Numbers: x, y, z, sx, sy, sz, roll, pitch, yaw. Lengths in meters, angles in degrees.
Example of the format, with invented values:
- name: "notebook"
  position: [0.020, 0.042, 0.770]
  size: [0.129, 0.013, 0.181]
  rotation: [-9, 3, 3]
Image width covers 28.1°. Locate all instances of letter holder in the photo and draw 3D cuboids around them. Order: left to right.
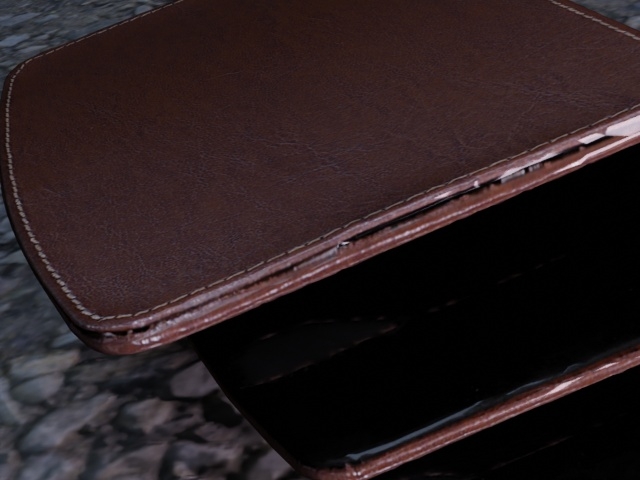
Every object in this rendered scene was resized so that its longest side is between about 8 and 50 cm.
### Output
- name: "letter holder"
  position: [0.000, 0.000, 0.505]
  size: [0.214, 0.152, 0.302]
  rotation: [-21, 26, -9]
